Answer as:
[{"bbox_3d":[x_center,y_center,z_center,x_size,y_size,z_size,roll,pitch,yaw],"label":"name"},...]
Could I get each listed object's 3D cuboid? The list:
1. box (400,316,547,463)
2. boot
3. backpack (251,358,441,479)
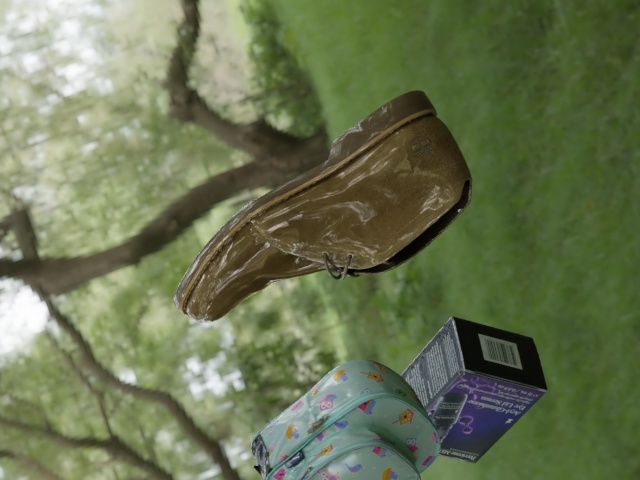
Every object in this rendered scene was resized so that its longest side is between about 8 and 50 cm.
[{"bbox_3d":[0.218,0.230,2.039,0.207,0.153,0.108,-56,30,38],"label":"box"},{"bbox_3d":[0.000,0.000,1.213,0.115,0.305,0.112,56,-165,11],"label":"boot"},{"bbox_3d":[0.039,0.237,1.515,0.166,0.188,0.144,42,-177,-31],"label":"backpack"}]
